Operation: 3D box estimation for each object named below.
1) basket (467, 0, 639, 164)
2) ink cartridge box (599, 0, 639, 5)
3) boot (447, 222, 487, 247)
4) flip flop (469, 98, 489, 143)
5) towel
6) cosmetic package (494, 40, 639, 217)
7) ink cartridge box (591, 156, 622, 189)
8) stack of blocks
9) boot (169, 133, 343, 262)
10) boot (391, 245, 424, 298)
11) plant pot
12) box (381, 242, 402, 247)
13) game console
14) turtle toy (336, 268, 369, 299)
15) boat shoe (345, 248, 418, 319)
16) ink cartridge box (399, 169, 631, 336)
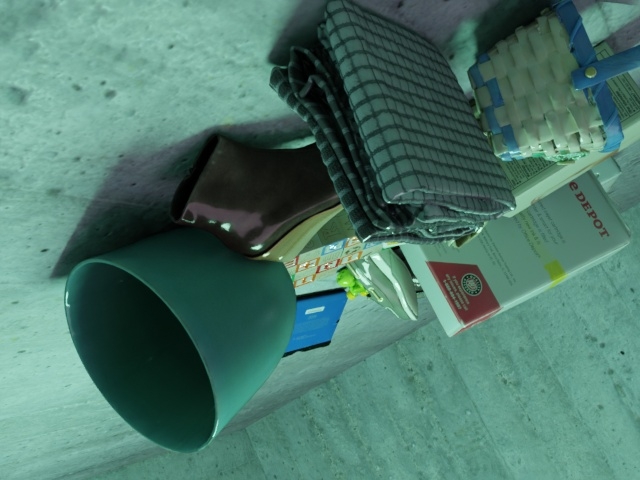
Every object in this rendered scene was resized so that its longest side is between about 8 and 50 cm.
[{"bbox_3d":[0.347,-0.212,0.930,0.289,0.201,0.255,-24,-179,20],"label":"basket"},{"bbox_3d":[0.479,-0.396,0.860,0.239,0.060,0.275,-11,157,-39],"label":"ink cartridge box"},{"bbox_3d":[0.199,-0.055,1.274,0.077,0.165,0.213,-14,160,-37],"label":"boot"},{"bbox_3d":[0.221,-0.160,1.132,0.277,0.080,0.112,-17,157,-22],"label":"flip flop"},{"bbox_3d":[0.089,-0.113,0.816,0.121,0.235,0.284,-30,164,32],"label":"towel"},{"bbox_3d":[0.402,-0.180,1.236,0.296,0.153,0.129,-32,162,22],"label":"cosmetic package"},{"bbox_3d":[0.668,-0.143,1.857,0.154,0.093,0.212,-29,165,3],"label":"ink cartridge box"},{"bbox_3d":[0.000,0.000,1.243,0.297,0.087,0.171,-19,161,-13],"label":"stack of blocks"},{"bbox_3d":[-0.051,-0.090,0.913,0.207,0.090,0.248,27,100,-46],"label":"boot"},{"bbox_3d":[0.241,0.040,1.642,0.263,0.091,0.229,-21,142,14],"label":"boot"},{"bbox_3d":[-0.175,0.109,1.027,0.235,0.293,0.293,-35,174,-44],"label":"plant pot"},{"bbox_3d":[0.135,-0.087,1.056,0.114,0.103,0.203,-10,150,-1],"label":"box"},{"bbox_3d":[-0.105,0.215,1.875,0.293,0.173,0.250,-6,122,-52],"label":"game console"},{"bbox_3d":[0.093,0.093,1.737,0.130,0.066,0.095,-8,154,-46],"label":"turtle toy"},{"bbox_3d":[0.131,0.080,1.550,0.091,0.109,0.305,-16,137,20],"label":"boat shoe"},{"bbox_3d":[0.377,-0.014,1.468,0.385,0.279,0.160,-25,164,-7],"label":"ink cartridge box"}]
